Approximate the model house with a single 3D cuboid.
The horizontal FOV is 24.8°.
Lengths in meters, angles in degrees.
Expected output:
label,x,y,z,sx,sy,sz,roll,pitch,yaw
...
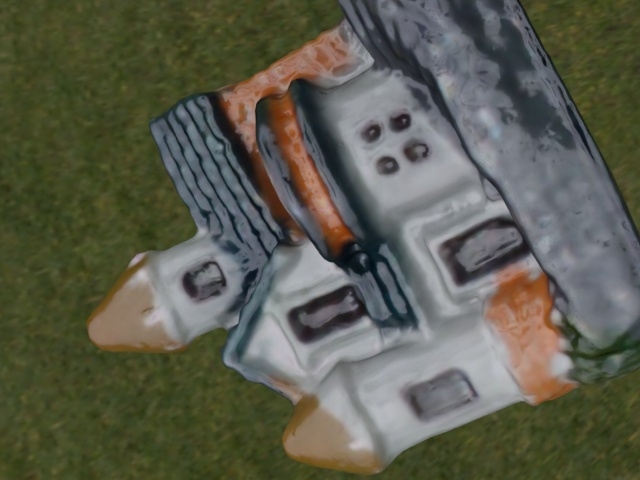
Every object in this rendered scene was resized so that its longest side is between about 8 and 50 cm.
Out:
label,x,y,z,sx,sy,sz,roll,pitch,yaw
model house,0.000,0.000,0.797,0.301,0.190,0.271,-26,96,7
